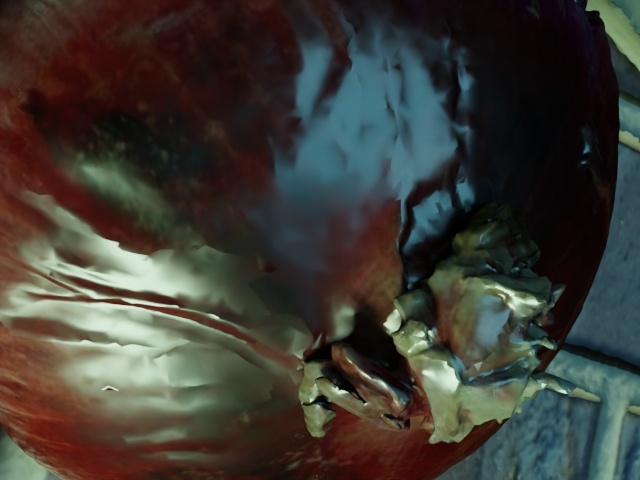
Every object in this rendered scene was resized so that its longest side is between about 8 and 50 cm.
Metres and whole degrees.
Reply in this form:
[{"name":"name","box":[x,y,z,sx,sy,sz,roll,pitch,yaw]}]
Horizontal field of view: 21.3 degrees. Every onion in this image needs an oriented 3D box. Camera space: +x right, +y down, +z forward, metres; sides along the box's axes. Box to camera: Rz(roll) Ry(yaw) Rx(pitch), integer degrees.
[{"name":"onion","box":[0.000,0.000,0.763,0.348,0.285,0.347,-14,121,-25]}]

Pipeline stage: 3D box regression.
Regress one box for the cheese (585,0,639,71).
[{"name":"cheese","box":[0.222,-0.165,1.170,0.400,0.034,0.085,37,64,-42]}]
